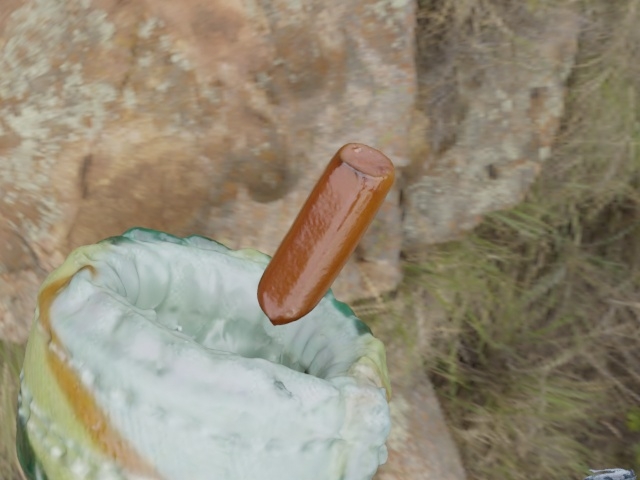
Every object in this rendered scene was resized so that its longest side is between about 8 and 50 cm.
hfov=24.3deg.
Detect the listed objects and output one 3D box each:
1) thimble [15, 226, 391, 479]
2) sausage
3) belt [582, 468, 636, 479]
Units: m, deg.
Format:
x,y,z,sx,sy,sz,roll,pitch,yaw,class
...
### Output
x,y,z,sx,sy,sz,roll,pitch,yaw,class
-0.082,0.115,1.098,0.254,0.288,0.167,-11,124,-55,thimble
0.000,0.000,0.911,0.041,0.039,0.131,39,120,13,sausage
0.142,0.261,1.104,0.218,0.122,0.128,-4,132,-10,belt
